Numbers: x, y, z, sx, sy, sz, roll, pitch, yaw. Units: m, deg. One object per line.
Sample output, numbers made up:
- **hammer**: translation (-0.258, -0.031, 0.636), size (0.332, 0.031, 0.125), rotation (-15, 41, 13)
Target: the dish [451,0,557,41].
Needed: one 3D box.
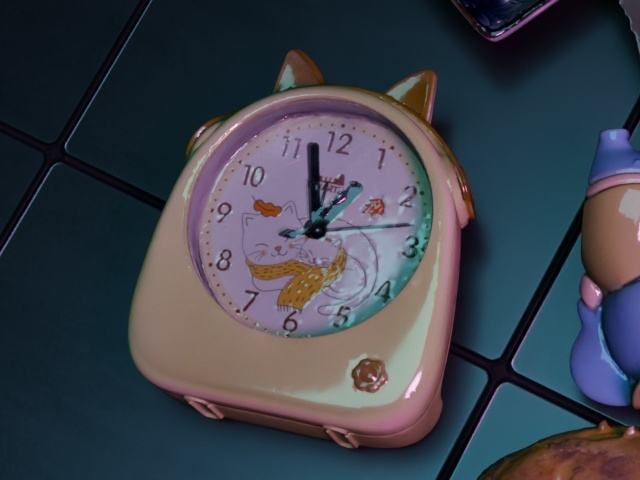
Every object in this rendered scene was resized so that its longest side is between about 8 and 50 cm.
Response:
- **dish**: translation (0.208, -0.303, 1.652), size (0.243, 0.080, 0.182), rotation (-34, 70, -3)

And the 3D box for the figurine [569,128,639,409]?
- **figurine**: translation (0.308, 0.033, 1.481), size (0.180, 0.154, 0.262), rotation (-1, 85, -13)

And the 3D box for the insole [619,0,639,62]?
- **insole**: translation (0.325, -0.191, 1.580), size (0.111, 0.007, 0.328), rotation (-23, 85, -5)

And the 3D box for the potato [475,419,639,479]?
- **potato**: translation (0.241, 0.251, 1.401), size (0.266, 0.229, 0.229), rotation (-6, 71, 13)

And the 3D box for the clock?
- **clock**: translation (0.000, 0.000, 1.584), size (0.286, 0.117, 0.348), rotation (11, 74, 17)
